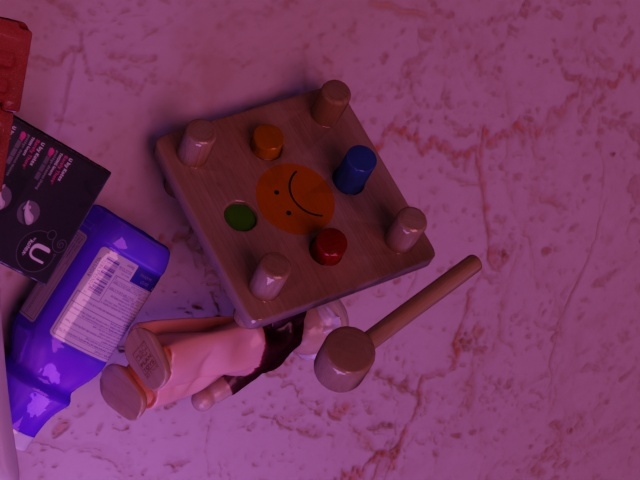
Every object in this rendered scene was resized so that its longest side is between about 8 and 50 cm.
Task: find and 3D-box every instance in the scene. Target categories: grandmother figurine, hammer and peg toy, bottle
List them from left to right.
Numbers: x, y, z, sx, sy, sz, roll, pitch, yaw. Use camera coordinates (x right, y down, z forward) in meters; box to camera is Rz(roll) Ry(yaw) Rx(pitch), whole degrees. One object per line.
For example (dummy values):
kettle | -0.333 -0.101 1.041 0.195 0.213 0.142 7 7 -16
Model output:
bottle | -0.286 0.102 2.028 0.118 0.092 0.283 32 89 -45
grandmother figurine | -0.090 0.120 2.139 0.342 0.104 0.208 -11 156 -46
hammer and peg toy | 0.000 0.000 2.040 0.266 0.361 0.127 -20 159 -28

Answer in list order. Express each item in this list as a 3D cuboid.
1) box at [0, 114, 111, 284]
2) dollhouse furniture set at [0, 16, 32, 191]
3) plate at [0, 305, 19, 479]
box | -0.381 -0.086 1.838 0.270 0.165 0.143 31 88 -38
dollhouse furniture set | -0.461 -0.162 1.534 0.374 0.201 0.152 10 99 -35
plate | -0.459 0.160 1.877 0.278 0.045 0.277 -6 91 -21
